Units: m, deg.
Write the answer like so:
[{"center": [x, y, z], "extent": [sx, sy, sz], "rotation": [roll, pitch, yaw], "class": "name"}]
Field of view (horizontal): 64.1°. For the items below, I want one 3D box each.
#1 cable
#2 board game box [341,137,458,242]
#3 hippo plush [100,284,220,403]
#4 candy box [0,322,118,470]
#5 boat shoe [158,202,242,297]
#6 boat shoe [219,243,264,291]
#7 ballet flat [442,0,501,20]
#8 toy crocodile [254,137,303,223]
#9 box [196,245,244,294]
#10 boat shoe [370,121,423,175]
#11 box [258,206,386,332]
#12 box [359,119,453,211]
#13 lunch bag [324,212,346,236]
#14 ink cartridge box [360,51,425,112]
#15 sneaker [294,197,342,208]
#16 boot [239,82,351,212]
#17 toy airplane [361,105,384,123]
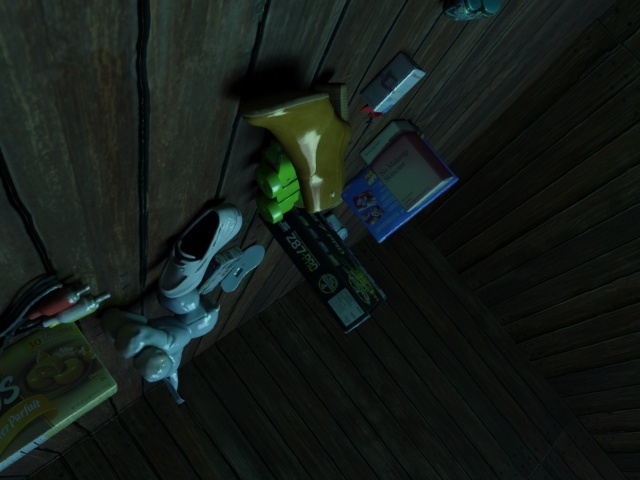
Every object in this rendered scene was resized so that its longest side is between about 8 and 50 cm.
[{"center": [-0.502, 0.151, 0.858], "extent": [0.287, 0.072, 0.139], "rotation": [-36, 166, -10], "class": "cable"}, {"center": [0.266, -0.187, 1.783], "extent": [0.347, 0.233, 0.078], "rotation": [-39, 172, 6], "class": "board game box"}, {"center": [-0.355, 0.218, 1.253], "extent": [0.236, 0.294, 0.234], "rotation": [-44, -164, -17], "class": "hippo plush"}, {"center": [-0.583, 0.308, 0.982], "extent": [0.316, 0.183, 0.087], "rotation": [-34, 170, -30], "class": "candy box"}, {"center": [-0.275, 0.026, 1.093], "extent": [0.267, 0.096, 0.088], "rotation": [-42, 167, 20], "class": "boat shoe"}, {"center": [-0.257, 0.080, 1.627], "extent": [0.183, 0.065, 0.083], "rotation": [-49, -159, -10], "class": "boat shoe"}, {"center": [0.294, -0.465, 1.005], "extent": [0.188, 0.070, 0.070], "rotation": [-27, 166, -48], "class": "ballet flat"}, {"center": [-0.085, -0.131, 1.074], "extent": [0.115, 0.105, 0.340], "rotation": [-35, 167, -16], "class": "toy crocodile"}, {"center": [-0.321, 0.101, 1.511], "extent": [0.207, 0.036, 0.114], "rotation": [-44, 170, 36], "class": "box"}, {"center": [0.232, -0.297, 1.642], "extent": [0.207, 0.073, 0.073], "rotation": [-44, 133, 19], "class": "boat shoe"}, {"center": [0.018, 0.057, 1.470], "extent": [0.097, 0.395, 0.318], "rotation": [-39, 172, 11], "class": "box"}, {"center": [0.257, -0.224, 1.526], "extent": [0.148, 0.232, 0.127], "rotation": [-43, 171, 30], "class": "box"}, {"center": [0.000, 0.000, 2.107], "extent": [0.224, 0.108, 0.279], "rotation": [-38, 172, -1], "class": "lunch bag"}, {"center": [0.157, -0.337, 1.099], "extent": [0.122, 0.052, 0.088], "rotation": [-41, 172, 26], "class": "ink cartridge box"}, {"center": [-0.027, -0.138, 1.390], "extent": [0.185, 0.084, 0.069], "rotation": [6, 146, -40], "class": "sneaker"}, {"center": [-0.022, -0.143, 0.851], "extent": [0.295, 0.104, 0.211], "rotation": [-35, 129, -55], "class": "boot"}, {"center": [0.164, -0.334, 1.233], "extent": [0.151, 0.028, 0.151], "rotation": [-36, 171, -7], "class": "toy airplane"}]
